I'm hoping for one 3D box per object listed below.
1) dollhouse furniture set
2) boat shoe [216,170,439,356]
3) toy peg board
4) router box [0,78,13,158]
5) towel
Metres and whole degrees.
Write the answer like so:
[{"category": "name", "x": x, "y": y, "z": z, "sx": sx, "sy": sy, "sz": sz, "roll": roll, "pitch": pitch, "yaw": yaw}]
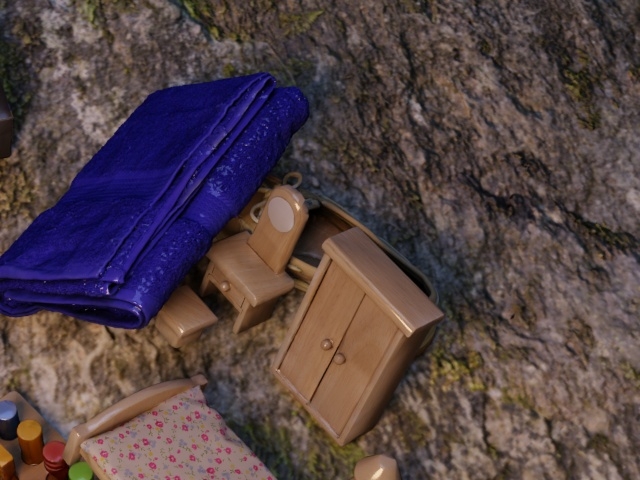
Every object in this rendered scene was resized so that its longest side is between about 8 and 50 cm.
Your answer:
[{"category": "dollhouse furniture set", "x": -0.089, "y": 0.121, "z": 1.122, "sx": 0.355, "sy": 0.174, "sz": 0.303, "roll": -22, "pitch": 58, "yaw": -42}, {"category": "boat shoe", "x": 0.000, "y": 0.000, "z": 1.334, "sx": 0.285, "sy": 0.089, "sz": 0.104, "roll": 33, "pitch": 57, "yaw": 17}, {"category": "toy peg board", "x": -0.273, "y": 0.211, "z": 1.156, "sx": 0.160, "sy": 0.079, "sz": 0.161, "roll": 40, "pitch": 59, "yaw": 21}, {"category": "router box", "x": -0.491, "y": -0.173, "z": 1.374, "sx": 0.308, "sy": 0.081, "sz": 0.243, "roll": -14, "pitch": 67, "yaw": -21}, {"category": "towel", "x": -0.170, "y": -0.049, "z": 1.301, "sx": 0.227, "sy": 0.076, "sz": 0.308, "roll": 3, "pitch": 43, "yaw": 39}]
